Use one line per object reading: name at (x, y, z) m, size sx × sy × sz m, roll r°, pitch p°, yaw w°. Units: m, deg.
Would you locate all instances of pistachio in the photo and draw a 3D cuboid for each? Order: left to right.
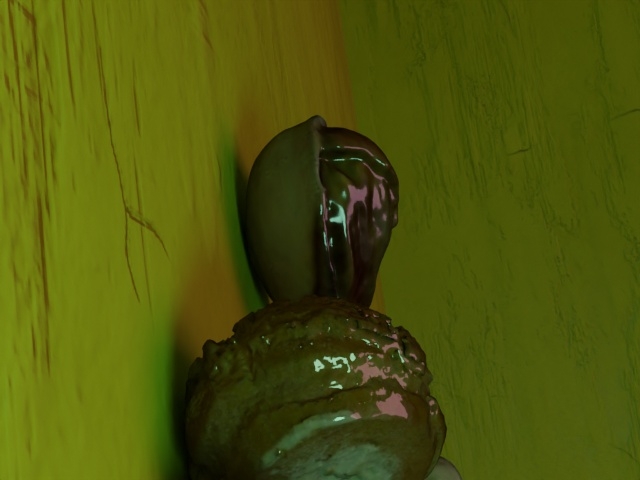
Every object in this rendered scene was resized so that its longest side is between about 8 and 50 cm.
pistachio at (0.000, 0.000, 0.794) m, size 0.165 × 0.131 × 0.210 m, roll -105°, pitch -161°, yaw -71°

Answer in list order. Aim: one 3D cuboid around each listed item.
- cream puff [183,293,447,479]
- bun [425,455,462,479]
cream puff at (-0.009, 0.099, 0.531) m, size 0.165 × 0.150 × 0.115 m, roll -57°, pitch -143°, yaw 27°
bun at (0.046, 0.264, 0.847) m, size 0.183 × 0.102 × 0.183 m, roll -53°, pitch 172°, yaw -11°
